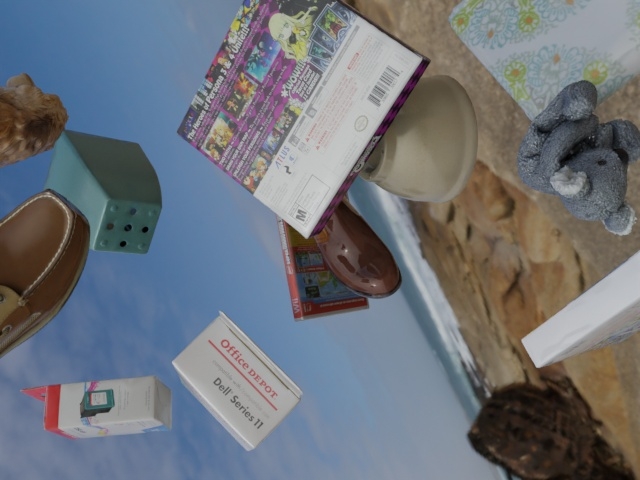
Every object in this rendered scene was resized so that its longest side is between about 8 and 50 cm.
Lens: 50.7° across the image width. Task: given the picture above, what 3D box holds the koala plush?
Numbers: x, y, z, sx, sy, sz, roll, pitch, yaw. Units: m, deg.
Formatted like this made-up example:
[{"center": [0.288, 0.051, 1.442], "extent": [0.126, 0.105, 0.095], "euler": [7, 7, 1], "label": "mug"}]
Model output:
[{"center": [0.448, -0.113, 1.149], "extent": [0.196, 0.203, 0.221], "euler": [30, -146, -27], "label": "koala plush"}]

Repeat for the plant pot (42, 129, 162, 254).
[{"center": [-0.399, -0.079, 1.272], "extent": [0.165, 0.166, 0.234], "euler": [6, -156, -40], "label": "plant pot"}]

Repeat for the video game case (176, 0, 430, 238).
[{"center": [-0.028, -0.155, 0.743], "extent": [0.210, 0.232, 0.042], "euler": [38, -158, 14], "label": "video game case"}]

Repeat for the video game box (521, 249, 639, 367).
[{"center": [0.369, 0.070, 0.798], "extent": [0.205, 0.187, 0.048], "euler": [-53, 51, 44], "label": "video game box"}]

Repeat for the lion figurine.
[{"center": [-0.517, -0.162, 0.829], "extent": [0.392, 0.240, 0.142], "euler": [-2, -95, -73], "label": "lion figurine"}]

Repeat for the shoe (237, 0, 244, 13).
[{"center": [-0.128, -0.416, 1.353], "extent": [0.063, 0.178, 0.081], "euler": [11, 163, 36], "label": "shoe"}]

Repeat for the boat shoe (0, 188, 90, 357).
[{"center": [-0.395, 0.082, 0.766], "extent": [0.122, 0.324, 0.120], "euler": [38, 179, 6], "label": "boat shoe"}]

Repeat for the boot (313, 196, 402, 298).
[{"center": [0.014, -0.064, 0.983], "extent": [0.264, 0.096, 0.280], "euler": [59, 176, 33], "label": "boot"}]

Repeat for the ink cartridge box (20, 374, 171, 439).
[{"center": [-0.389, 0.296, 1.182], "extent": [0.134, 0.231, 0.078], "euler": [87, 178, -66], "label": "ink cartridge box"}]

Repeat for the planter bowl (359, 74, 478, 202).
[{"center": [0.104, -0.124, 0.843], "extent": [0.162, 0.109, 0.162], "euler": [174, 90, -67], "label": "planter bowl"}]

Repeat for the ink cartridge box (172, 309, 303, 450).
[{"center": [-0.154, 0.264, 1.218], "extent": [0.207, 0.119, 0.353], "euler": [44, 161, 8], "label": "ink cartridge box"}]

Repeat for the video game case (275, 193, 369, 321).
[{"center": [0.000, 0.000, 1.270], "extent": [0.204, 0.025, 0.285], "euler": [-2, -102, -51], "label": "video game case"}]

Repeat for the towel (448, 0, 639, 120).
[{"center": [0.465, -0.424, 1.311], "extent": [0.090, 0.320, 0.374], "euler": [20, -146, -55], "label": "towel"}]
